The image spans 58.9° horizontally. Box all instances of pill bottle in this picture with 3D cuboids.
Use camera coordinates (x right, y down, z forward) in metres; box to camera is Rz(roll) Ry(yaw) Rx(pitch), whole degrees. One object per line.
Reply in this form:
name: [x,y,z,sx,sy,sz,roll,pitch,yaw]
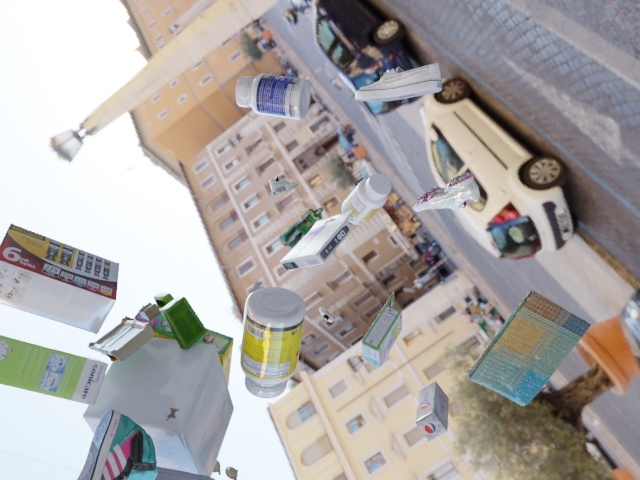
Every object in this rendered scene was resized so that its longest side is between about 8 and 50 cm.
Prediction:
pill bottle: [0.196,-0.176,2.372,0.136,0.136,0.245,55,148,8]
pill bottle: [-0.130,-0.397,1.554,0.187,0.112,0.112,11,177,12]
pill bottle: [-0.158,0.331,1.804,0.188,0.188,0.334,-117,32,-56]

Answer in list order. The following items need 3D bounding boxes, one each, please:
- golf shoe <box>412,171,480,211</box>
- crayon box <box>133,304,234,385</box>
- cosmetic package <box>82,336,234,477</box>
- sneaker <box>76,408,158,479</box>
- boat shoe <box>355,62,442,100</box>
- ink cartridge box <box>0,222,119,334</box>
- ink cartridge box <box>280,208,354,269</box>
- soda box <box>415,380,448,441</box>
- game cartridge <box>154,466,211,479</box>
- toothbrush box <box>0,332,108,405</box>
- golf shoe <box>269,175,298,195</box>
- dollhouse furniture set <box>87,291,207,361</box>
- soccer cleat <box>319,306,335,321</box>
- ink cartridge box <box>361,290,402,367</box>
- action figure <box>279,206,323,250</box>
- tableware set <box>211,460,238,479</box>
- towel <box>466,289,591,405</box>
golf shoe: [0.538,-0.172,2.425,0.140,0.306,0.115,53,-140,-14]
crayon box: [-0.516,0.430,2.109,0.363,0.313,0.106,18,-137,6]
cosmetic package: [-0.516,0.577,1.907,0.327,0.329,0.393,-73,-16,-46]
sneaker: [-0.508,0.597,1.427,0.178,0.124,0.295,33,-132,-27]
boat shoe: [0.219,-0.447,1.608,0.095,0.258,0.084,-12,-81,-63]
ink cartridge box: [-0.729,0.087,1.561,0.309,0.130,0.272,25,-163,-27]
ink cartridge box: [0.000,0.000,1.721,0.045,0.208,0.206,50,148,-17]
soda box: [0.456,0.688,2.302,0.098,0.091,0.286,53,-163,-1]
game cartridge: [-0.450,0.749,1.634,0.198,0.297,0.062,20,-145,-13]
toothbrush box: [-0.747,0.347,1.541,0.283,0.122,0.206,21,163,-24]
golf shoe: [-0.170,-0.270,2.672,0.176,0.069,0.086,-22,-90,-53]
dollhouse furniture set: [-0.561,0.318,1.843,0.197,0.301,0.151,1,123,47]
soccer cleat: [0.017,0.261,2.016,0.035,0.029,0.083,12,-156,-46]
ink cartridge box: [0.203,0.270,1.738,0.062,0.209,0.109,22,147,24]
action figure: [-0.064,-0.052,2.409,0.137,0.232,0.063,39,-165,2]
tableware set: [-0.365,0.882,2.103,0.169,0.020,0.141,29,-156,-17]
towel: [0.704,0.372,1.925,0.271,0.370,0.040,29,-167,-15]
